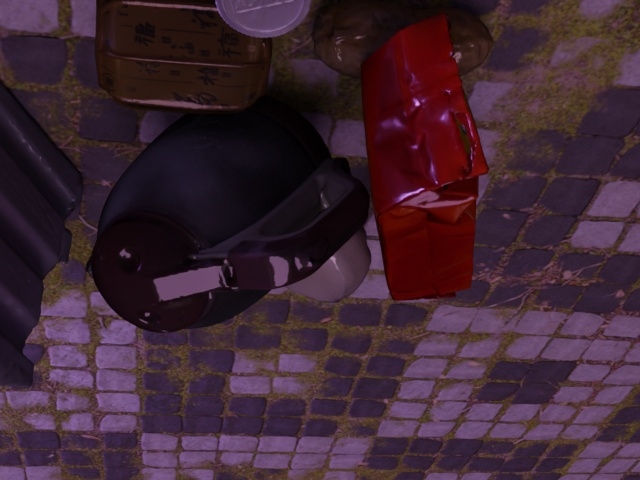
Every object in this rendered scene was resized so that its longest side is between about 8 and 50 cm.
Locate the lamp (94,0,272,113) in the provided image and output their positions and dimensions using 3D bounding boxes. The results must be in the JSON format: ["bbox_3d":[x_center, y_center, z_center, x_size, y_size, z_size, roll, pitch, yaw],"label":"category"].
[{"bbox_3d":[-0.148,-0.215,0.925,0.185,0.161,0.161,0,141,-9],"label":"lamp"}]

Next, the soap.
[{"bbox_3d":[-0.494,-0.055,0.958,0.213,0.350,0.435,-9,140,17],"label":"soap"}]

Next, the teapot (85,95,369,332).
[{"bbox_3d":[-0.097,-0.019,0.973,0.315,0.312,0.233,-5,115,24],"label":"teapot"}]

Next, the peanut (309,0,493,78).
[{"bbox_3d":[0.096,-0.227,0.981,0.214,0.099,0.099,3,140,-16],"label":"peanut"}]

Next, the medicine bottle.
[{"bbox_3d":[-0.056,-0.286,0.817,0.132,0.188,0.088,-1,141,-4],"label":"medicine bottle"}]

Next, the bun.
[{"bbox_3d":[0.000,0.000,1.224,0.173,0.120,0.173,26,149,18],"label":"bun"}]

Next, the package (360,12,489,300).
[{"bbox_3d":[0.120,-0.069,1.015,0.123,0.196,0.423,-9,160,4],"label":"package"}]
